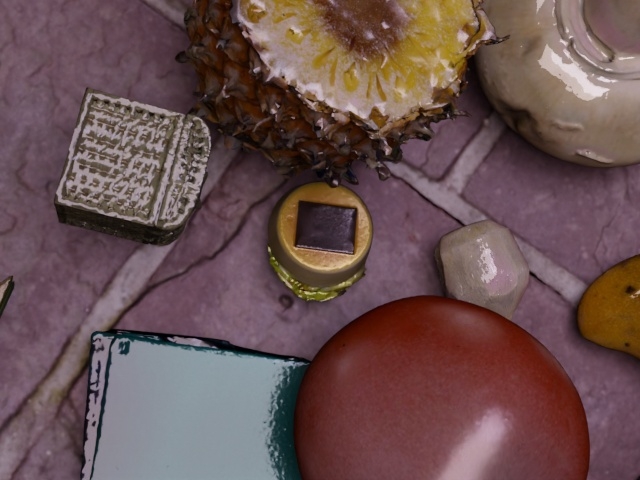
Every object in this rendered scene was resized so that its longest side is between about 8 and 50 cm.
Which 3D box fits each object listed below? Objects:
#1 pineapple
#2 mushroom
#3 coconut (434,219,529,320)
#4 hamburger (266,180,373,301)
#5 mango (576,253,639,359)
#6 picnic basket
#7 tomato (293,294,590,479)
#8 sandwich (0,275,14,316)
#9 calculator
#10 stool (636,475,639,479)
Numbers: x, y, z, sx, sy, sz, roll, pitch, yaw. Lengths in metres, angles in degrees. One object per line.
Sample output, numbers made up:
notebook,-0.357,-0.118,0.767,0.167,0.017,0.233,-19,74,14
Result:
pineapple,0.007,-0.222,1.617,0.352,0.300,0.352,4,75,-14
mushroom,0.350,-0.264,1.710,0.315,0.315,0.356,41,114,-2
coconut,0.191,0.041,1.728,0.110,0.110,0.124,-19,85,-10
hamburger,0.000,0.000,1.710,0.126,0.081,0.141,-9,77,-12
mango,0.457,0.101,1.747,0.295,0.120,0.177,19,80,-6
picnic basket,-0.202,-0.072,1.629,0.154,0.196,0.134,17,81,-7
tomato,0.133,0.227,1.586,0.321,0.321,0.321,1,84,-8
sandwich,-0.371,0.104,1.647,0.116,0.074,0.074,-36,88,-11
calculator,-0.136,0.234,1.677,0.274,0.058,0.248,6,84,-8
stool,0.515,0.376,1.651,0.330,0.297,0.297,42,80,2
